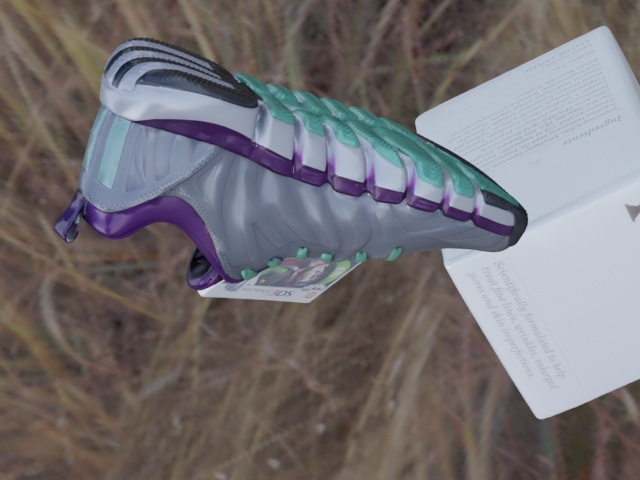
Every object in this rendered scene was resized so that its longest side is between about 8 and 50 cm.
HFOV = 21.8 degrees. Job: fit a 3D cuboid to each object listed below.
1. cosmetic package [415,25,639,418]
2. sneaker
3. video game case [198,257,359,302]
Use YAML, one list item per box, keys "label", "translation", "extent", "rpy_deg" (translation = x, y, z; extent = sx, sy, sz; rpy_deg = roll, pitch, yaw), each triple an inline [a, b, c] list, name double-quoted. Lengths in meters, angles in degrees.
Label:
- label: "cosmetic package"
  translation: [0.169, -0.014, 1.111]
  extent: [0.151, 0.151, 0.184]
  rpy_deg: [-25, 32, 14]
- label: "sneaker"
  translation: [-0.012, -0.016, 0.774]
  extent: [0.098, 0.223, 0.083]
  rpy_deg: [-65, 27, 14]
- label: "video game case"
  translation: [0.000, 0.000, 1.577]
  extent: [0.190, 0.173, 0.022]
  rpy_deg: [-38, 66, 27]
